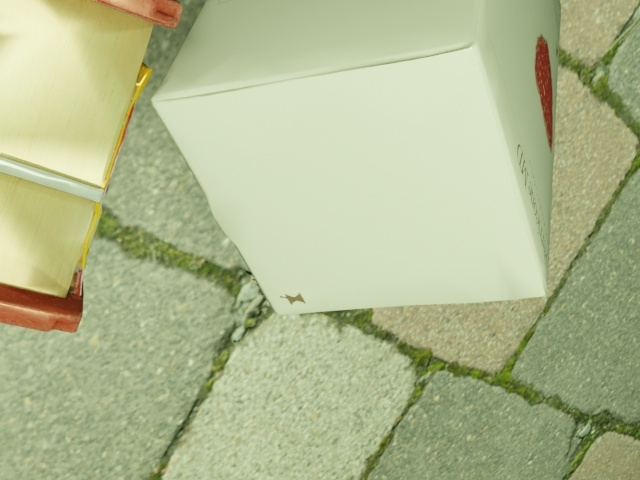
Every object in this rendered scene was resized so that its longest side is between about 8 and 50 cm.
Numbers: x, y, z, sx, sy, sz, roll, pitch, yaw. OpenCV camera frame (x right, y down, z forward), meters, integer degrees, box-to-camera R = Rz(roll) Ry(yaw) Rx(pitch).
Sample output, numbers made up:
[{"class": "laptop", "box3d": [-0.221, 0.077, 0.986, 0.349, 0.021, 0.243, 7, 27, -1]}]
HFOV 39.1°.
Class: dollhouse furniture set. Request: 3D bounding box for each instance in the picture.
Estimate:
[{"class": "dollhouse furniture set", "box3d": [-0.280, -0.105, 0.477, 0.374, 0.152, 0.201, 17, 104, -24]}]

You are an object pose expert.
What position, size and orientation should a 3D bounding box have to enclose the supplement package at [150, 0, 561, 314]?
[{"class": "supplement package", "box3d": [0.049, -0.121, 0.570, 0.293, 0.175, 0.177, -74, 149, -41]}]
